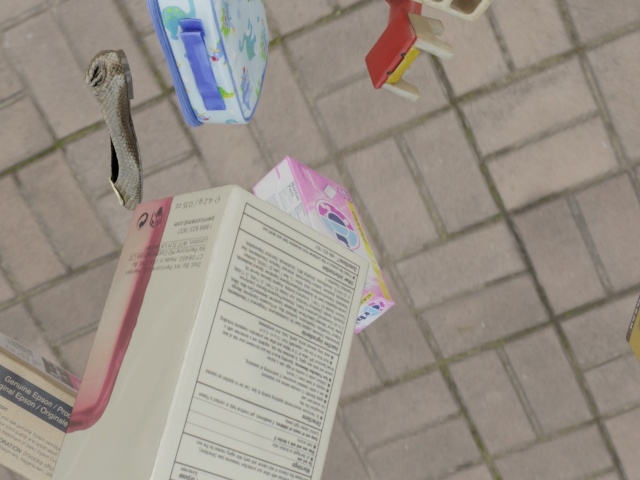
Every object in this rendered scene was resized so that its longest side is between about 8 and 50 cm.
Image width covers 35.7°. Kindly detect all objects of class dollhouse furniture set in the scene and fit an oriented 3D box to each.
[{"bbox_3d":[0.147,-0.398,1.330,0.152,0.201,0.374,14,135,-29],"label":"dollhouse furniture set"}]

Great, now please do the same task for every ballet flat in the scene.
[{"bbox_3d":[-0.279,-0.143,1.340,0.058,0.084,0.249,-16,134,-20],"label":"ballet flat"}]

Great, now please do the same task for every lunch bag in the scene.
[{"bbox_3d":[-0.123,-0.245,1.103,0.090,0.176,0.219,-1,142,10],"label":"lunch bag"}]

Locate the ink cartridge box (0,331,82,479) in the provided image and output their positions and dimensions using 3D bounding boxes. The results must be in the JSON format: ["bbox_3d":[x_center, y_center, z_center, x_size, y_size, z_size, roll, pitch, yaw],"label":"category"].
[{"bbox_3d":[-0.270,0.173,0.977,0.193,0.235,0.088,34,79,-16],"label":"ink cartridge box"}]

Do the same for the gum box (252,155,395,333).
[{"bbox_3d":[0.000,0.000,1.106,0.062,0.188,0.107,-40,139,23],"label":"gum box"}]

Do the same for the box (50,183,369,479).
[{"bbox_3d":[-0.077,0.097,0.722,0.127,0.232,0.149,-7,152,46],"label":"box"}]

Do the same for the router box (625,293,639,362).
[{"bbox_3d":[0.520,0.034,1.368,0.081,0.243,0.308,16,100,6],"label":"router box"}]
